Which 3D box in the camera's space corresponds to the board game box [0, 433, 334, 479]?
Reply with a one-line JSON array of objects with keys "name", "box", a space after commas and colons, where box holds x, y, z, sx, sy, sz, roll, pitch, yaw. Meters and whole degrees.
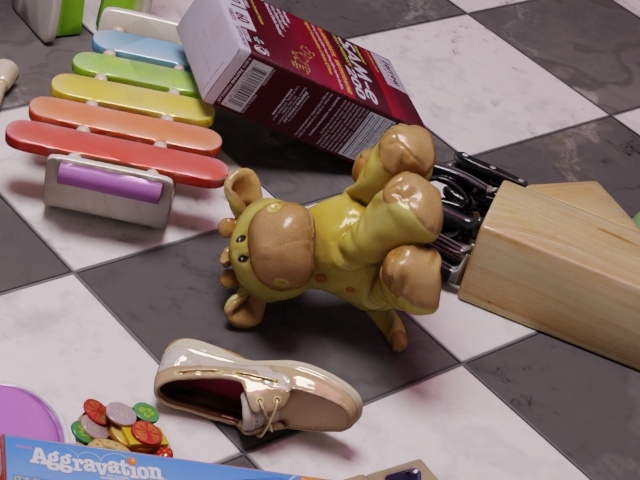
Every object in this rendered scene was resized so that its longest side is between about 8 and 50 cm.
[{"name": "board game box", "box": [-0.084, 0.211, 1.073, 0.281, 0.027, 0.145, 12, 35, -22]}]

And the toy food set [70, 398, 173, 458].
[{"name": "toy food set", "box": [-0.150, 0.152, 1.179, 0.083, 0.020, 0.082, 4, 37, -38]}]

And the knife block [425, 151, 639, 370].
[{"name": "knife block", "box": [0.185, 0.022, 1.450, 0.242, 0.088, 0.276, -6, 40, -27]}]

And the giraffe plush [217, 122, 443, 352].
[{"name": "giraffe plush", "box": [0.000, 0.000, 1.333, 0.170, 0.210, 0.181, 2, 61, -11]}]

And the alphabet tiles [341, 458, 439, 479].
[{"name": "alphabet tiles", "box": [0.099, 0.292, 1.105, 0.285, 0.011, 0.342, -11, 42, -33]}]

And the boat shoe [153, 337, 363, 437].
[{"name": "boat shoe", "box": [-0.053, 0.129, 1.235, 0.170, 0.063, 0.059, 11, 36, 11]}]

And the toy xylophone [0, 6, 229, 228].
[{"name": "toy xylophone", "box": [-0.213, -0.119, 1.497, 0.236, 0.081, 0.323, 7, 35, -11]}]

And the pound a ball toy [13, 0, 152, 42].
[{"name": "pound a ball toy", "box": [-0.275, -0.374, 1.620, 0.208, 0.319, 0.136, -11, 42, -32]}]

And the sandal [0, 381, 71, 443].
[{"name": "sandal", "box": [-0.326, 0.175, 1.019, 0.169, 0.102, 0.416, 38, 39, 26]}]

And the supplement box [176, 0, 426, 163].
[{"name": "supplement box", "box": [-0.018, -0.163, 1.567, 0.239, 0.073, 0.130, 20, 31, -35]}]

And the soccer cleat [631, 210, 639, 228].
[{"name": "soccer cleat", "box": [0.382, 0.062, 1.440, 0.093, 0.121, 0.289, -8, 41, -31]}]
